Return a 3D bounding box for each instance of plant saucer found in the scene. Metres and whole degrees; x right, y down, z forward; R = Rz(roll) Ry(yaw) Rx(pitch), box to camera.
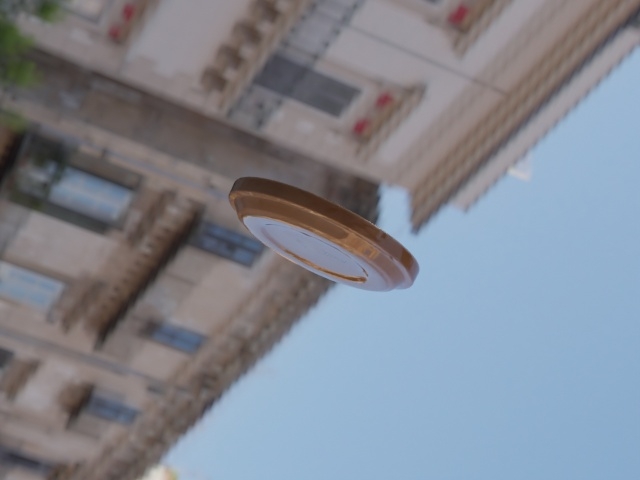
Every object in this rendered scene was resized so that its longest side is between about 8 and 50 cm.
[{"bbox_3d":[0.000,0.000,0.702,0.013,0.083,0.083,-65,-162,-13],"label":"plant saucer"}]
